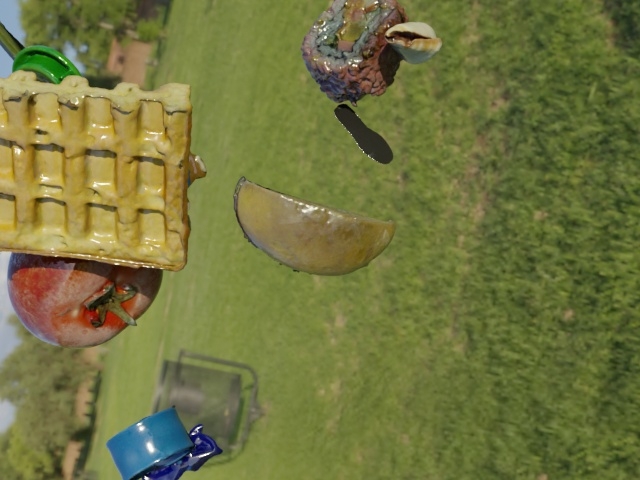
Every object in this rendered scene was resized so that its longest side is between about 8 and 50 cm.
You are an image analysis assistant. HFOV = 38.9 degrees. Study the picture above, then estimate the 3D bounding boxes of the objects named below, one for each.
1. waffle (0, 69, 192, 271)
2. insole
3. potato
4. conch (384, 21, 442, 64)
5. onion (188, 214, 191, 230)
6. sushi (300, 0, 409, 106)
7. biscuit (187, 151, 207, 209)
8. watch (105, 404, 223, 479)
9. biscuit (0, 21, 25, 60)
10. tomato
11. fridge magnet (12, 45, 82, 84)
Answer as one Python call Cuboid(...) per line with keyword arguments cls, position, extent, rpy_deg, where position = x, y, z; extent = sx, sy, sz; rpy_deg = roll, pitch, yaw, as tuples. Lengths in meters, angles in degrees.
Cuboid(cls="waffle", position=(-0.358, -0.096, 1.320), extent=(0.078, 0.348, 0.304), rpy_deg=(-90, 8, -53))
Cuboid(cls="insole", position=(0.103, -0.255, 2.180), extent=(0.064, 0.188, 0.004), rpy_deg=(-40, -5, -18))
Cuboid(cls="potato", position=(-0.001, 0.000, 1.329), extent=(0.100, 0.261, 0.120), rpy_deg=(-152, 77, -68))
Cuboid(cls="conch", position=(0.205, -0.447, 2.007), extent=(0.094, 0.104, 0.176), rpy_deg=(-37, -18, 14))
Cuboid(cls="onion", position=(-0.353, 0.005, 1.890), extent=(0.206, 0.151, 0.098), rpy_deg=(-23, -66, -56))
Cuboid(cls="sushi", position=(0.087, -0.465, 2.148), extent=(0.270, 0.236, 0.171), rpy_deg=(-58, -36, -14))
Cuboid(cls="biscuit", position=(-0.291, -0.114, 1.766), extent=(0.031, 0.138, 0.205), rpy_deg=(-6, 39, 36))
Cuboid(cls="watch", position=(-0.346, 0.441, 1.937), extent=(0.196, 0.171, 0.200), rpy_deg=(-37, -15, -6))
Cuboid(cls="biscuit", position=(-0.781, -0.488, 2.306), extent=(0.038, 0.322, 0.099), rpy_deg=(-36, 30, 0))
Cuboid(cls="tomato", position=(-0.418, 0.053, 1.589), extent=(0.227, 0.270, 0.270), rpy_deg=(41, 127, 32))
Cuboid(cls="fridge magnet", position=(-0.631, -0.351, 2.104), extent=(0.088, 0.208, 0.208), rpy_deg=(-56, -8, -46))
